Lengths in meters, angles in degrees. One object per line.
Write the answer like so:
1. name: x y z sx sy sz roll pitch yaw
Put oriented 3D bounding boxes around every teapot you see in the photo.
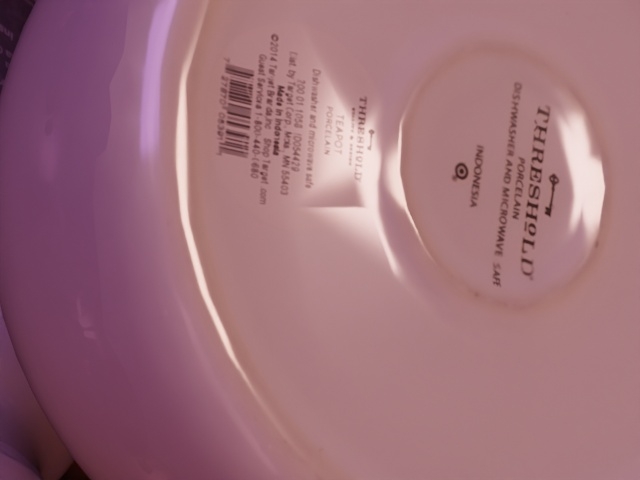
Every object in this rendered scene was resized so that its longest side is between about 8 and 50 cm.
1. teapot: 0.000 0.000 0.591 0.256 0.252 0.187 -42 15 -31

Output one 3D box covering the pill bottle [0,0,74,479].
1. pill bottle: -0.159 0.008 0.675 0.162 0.162 0.278 -18 52 12
